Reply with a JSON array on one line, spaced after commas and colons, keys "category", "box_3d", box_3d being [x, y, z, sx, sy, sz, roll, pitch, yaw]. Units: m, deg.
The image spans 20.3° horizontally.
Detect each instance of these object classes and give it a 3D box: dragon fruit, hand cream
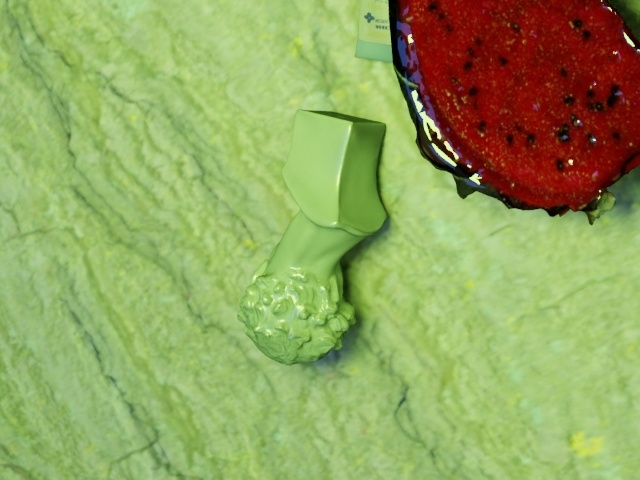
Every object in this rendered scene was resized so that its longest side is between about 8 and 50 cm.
[{"category": "dragon fruit", "box_3d": [0.181, -0.176, 1.649, 0.343, 0.100, 0.282, 55, 130, 9]}, {"category": "hand cream", "box_3d": [0.061, -0.254, 1.739, 0.065, 0.043, 0.170, 13, 117, 27]}]

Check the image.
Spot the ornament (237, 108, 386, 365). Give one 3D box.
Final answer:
[{"category": "ornament", "box_3d": [-0.003, 0.001, 1.828, 0.120, 0.130, 0.285, 30, 122, 28]}]
